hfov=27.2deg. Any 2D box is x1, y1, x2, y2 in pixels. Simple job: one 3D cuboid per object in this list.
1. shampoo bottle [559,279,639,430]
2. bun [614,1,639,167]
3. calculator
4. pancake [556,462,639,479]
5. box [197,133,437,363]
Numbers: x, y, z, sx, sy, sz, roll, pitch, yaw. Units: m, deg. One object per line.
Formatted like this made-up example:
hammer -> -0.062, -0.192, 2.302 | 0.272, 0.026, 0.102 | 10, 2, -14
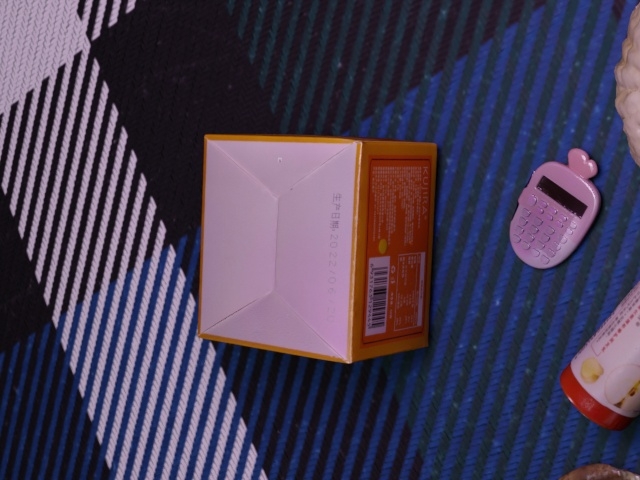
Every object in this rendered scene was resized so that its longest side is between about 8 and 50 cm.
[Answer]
shampoo bottle -> 0.406, 0.096, 1.570 | 0.104, 0.104, 0.278 | 45, 115, 23
bun -> 0.487, -0.162, 1.429 | 0.349, 0.227, 0.352 | -20, 83, 31
calculator -> 0.301, -0.040, 1.681 | 0.103, 0.024, 0.166 | 40, 115, 26
pancake -> 0.393, 0.414, 1.641 | 0.286, 0.033, 0.288 | -23, 80, 33
box -> 0.000, 0.000, 1.772 | 0.260, 0.214, 0.283 | 6, 95, 36
